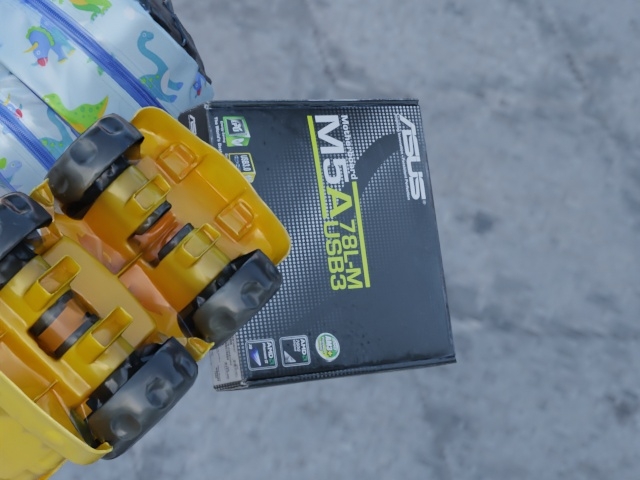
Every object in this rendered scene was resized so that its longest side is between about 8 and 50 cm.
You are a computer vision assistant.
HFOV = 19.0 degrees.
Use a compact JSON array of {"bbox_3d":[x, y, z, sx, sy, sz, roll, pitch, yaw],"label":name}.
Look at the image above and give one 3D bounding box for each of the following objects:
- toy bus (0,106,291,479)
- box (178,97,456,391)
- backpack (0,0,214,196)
[{"bbox_3d":[-0.149,0.055,1.138,0.149,0.211,0.220,44,49,0],"label":"toy bus"},{"bbox_3d":[0.000,0.000,1.287,0.184,0.045,0.191,-3,82,-35],"label":"box"},{"bbox_3d":[-0.253,-0.169,1.576,0.355,0.290,0.273,21,71,21],"label":"backpack"}]
